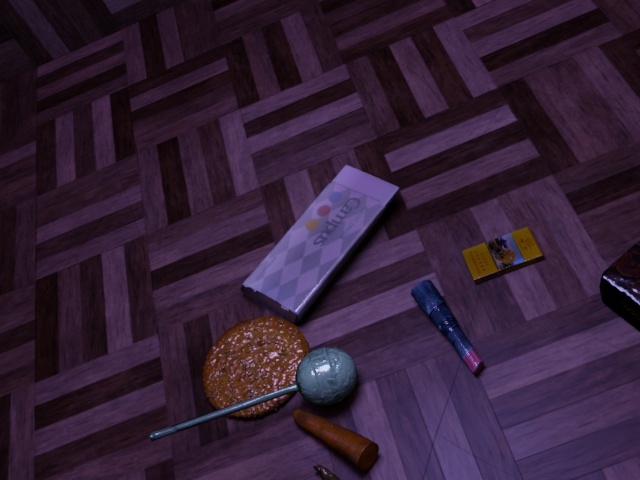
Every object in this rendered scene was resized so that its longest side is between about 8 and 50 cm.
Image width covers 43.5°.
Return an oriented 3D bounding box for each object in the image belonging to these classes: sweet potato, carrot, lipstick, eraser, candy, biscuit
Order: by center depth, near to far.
[{"bbox_3d":[0.028,0.488,1.532,0.041,0.038,0.153,-11,45,-15],"label":"sweet potato"},{"bbox_3d":[0.020,0.386,1.603,0.210,0.061,0.061,21,65,41],"label":"carrot"},{"bbox_3d":[-0.135,0.330,1.637,0.440,0.119,0.119,-19,49,-3],"label":"candy"},{"bbox_3d":[0.264,0.181,1.662,0.054,0.053,0.234,-30,51,-1],"label":"lipstick"},{"bbox_3d":[-0.146,0.274,1.770,0.254,0.035,0.253,-12,51,15],"label":"biscuit"},{"bbox_3d":[0.000,0.001,1.887,0.213,0.082,0.396,26,67,35],"label":"eraser"}]

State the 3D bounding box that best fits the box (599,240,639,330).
[{"bbox_3d":[0.769,0.042,1.513,0.415,0.115,0.264,-37,50,-8],"label":"box"}]

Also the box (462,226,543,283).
[{"bbox_3d":[0.394,0.032,1.739,0.155,0.023,0.086,-21,46,6],"label":"box"}]
